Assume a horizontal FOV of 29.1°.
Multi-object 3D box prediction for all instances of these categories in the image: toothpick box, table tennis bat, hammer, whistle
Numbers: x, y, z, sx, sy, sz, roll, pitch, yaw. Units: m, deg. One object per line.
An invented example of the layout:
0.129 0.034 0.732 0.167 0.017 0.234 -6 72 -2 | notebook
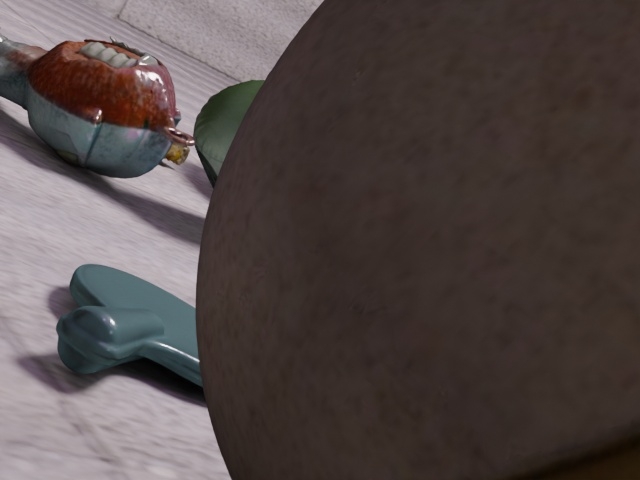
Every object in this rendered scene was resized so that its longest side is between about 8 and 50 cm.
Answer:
0.190 0.066 0.501 0.425 0.409 0.409 41 12 28 | toothpick box
-0.109 0.060 0.791 0.149 0.038 0.237 34 4 9 | table tennis bat
0.000 0.000 1.201 0.335 0.119 0.206 52 -8 35 | hammer
-0.267 -0.159 1.230 0.346 0.133 0.142 26 42 21 | whistle

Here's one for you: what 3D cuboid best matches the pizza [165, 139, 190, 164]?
-0.227 -0.130 1.458 0.178 0.041 0.131 26 7 -32 | pizza
